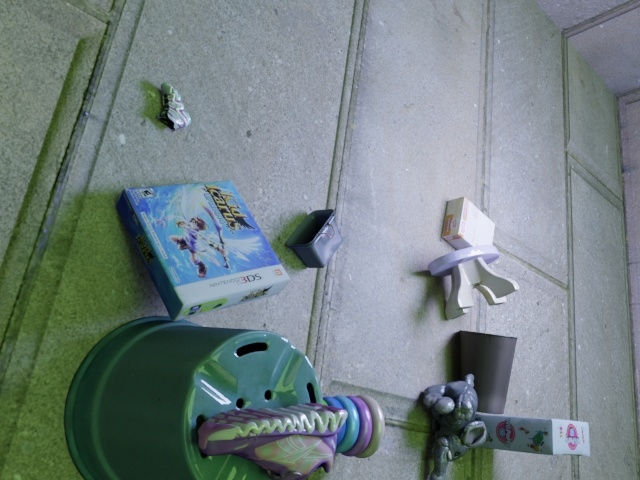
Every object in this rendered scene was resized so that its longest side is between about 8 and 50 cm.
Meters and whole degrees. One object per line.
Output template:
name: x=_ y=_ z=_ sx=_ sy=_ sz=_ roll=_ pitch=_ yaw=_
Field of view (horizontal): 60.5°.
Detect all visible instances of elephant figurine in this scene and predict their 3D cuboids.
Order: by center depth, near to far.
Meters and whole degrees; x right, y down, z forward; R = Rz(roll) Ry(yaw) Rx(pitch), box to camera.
elephant figurine: x=0.368 y=0.526 z=1.524 sx=0.169 sy=0.186 sz=0.239 roll=-87 pitch=167 yaw=-79

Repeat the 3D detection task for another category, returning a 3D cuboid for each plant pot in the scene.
plant pot: x=-0.195 y=0.283 z=0.913 sx=0.341 sy=0.334 sz=0.341 roll=12 pitch=72 yaw=-40

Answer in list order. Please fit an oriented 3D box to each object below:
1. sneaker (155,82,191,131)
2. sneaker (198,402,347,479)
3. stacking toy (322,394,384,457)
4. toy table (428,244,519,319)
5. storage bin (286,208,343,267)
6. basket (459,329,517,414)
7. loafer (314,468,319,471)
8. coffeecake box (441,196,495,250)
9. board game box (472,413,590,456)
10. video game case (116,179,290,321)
sneaker: x=-0.317 y=-0.273 z=1.133 sx=0.069 sy=0.038 sz=0.098 roll=-42 pitch=108 yaw=-41
sneaker: x=-0.058 y=0.284 z=0.751 sx=0.236 sy=0.095 sz=0.104 roll=12 pitch=80 yaw=-41
stacking toy: x=-0.021 y=0.399 z=1.194 sx=0.330 sy=0.141 sz=0.141 roll=16 pitch=70 yaw=-35
toy table: x=0.454 y=0.120 z=1.631 sx=0.274 sy=0.252 sz=0.160 roll=-6 pitch=68 yaw=-31
storage bin: x=0.000 y=0.000 z=1.331 sx=0.135 sy=0.098 sz=0.091 roll=-55 pitch=127 yaw=-36
basket: x=0.490 y=0.391 z=1.641 sx=0.154 sy=0.204 sz=0.226 roll=9 pitch=83 yaw=-13
loafer: x=-0.069 y=0.474 z=1.182 sx=0.148 sy=0.050 sz=0.056 roll=19 pitch=64 yaw=-22
coffeecake box: x=0.487 y=-0.034 z=1.798 sx=0.185 sy=0.068 sz=0.142 roll=34 pitch=59 yaw=-32
board game box: x=0.574 y=0.558 z=1.578 sx=0.224 sy=0.303 sz=0.097 roll=20 pitch=67 yaw=-39
video game case: x=-0.223 y=0.005 z=1.060 sx=0.244 sy=0.061 sz=0.269 roll=-10 pitch=59 yaw=-45
